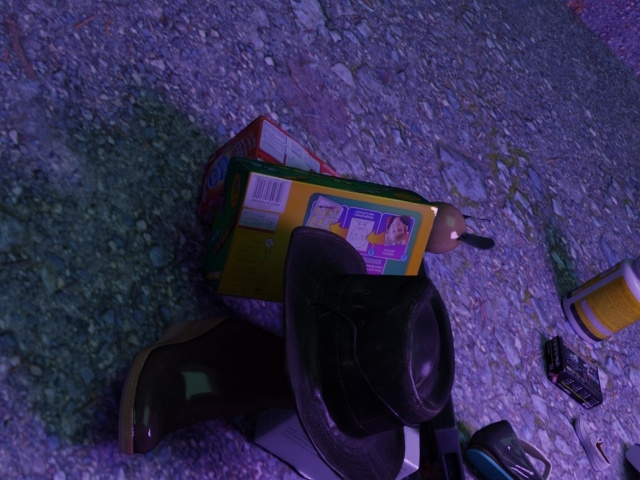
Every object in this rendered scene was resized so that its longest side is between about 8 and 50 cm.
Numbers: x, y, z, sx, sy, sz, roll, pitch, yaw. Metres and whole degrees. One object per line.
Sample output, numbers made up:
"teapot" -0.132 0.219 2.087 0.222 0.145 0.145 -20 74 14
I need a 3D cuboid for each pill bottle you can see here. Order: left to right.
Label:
"pill bottle" 0.601 0.110 2.172 0.119 0.208 0.119 33 37 -30

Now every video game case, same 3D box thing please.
"video game case" 0.163 0.204 1.531 0.248 0.035 0.275 74 7 -51

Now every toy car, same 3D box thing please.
"toy car" 0.174 -0.003 1.690 0.155 0.188 0.149 -86 171 -60

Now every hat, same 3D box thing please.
"hat" 0.075 0.114 1.230 0.331 0.134 0.331 49 30 -41

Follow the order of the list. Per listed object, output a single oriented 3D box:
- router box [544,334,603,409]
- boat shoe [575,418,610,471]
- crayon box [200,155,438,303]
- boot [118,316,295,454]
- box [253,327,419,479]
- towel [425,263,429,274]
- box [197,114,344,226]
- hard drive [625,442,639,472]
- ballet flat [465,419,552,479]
"router box" 0.473 0.247 2.030 0.122 0.038 0.092 38 35 -25
"boat shoe" 0.489 0.361 1.942 0.035 0.035 0.100 14 49 -47
"crayon box" 0.000 0.000 1.428 0.278 0.165 0.081 10 15 -25
"boot" -0.097 0.162 1.202 0.207 0.090 0.248 8 27 9
"box" 0.025 0.206 1.391 0.181 0.119 0.182 37 34 -25
"towel" 0.149 0.066 1.781 0.067 0.029 0.119 44 32 -17
"box" -0.036 -0.039 1.544 0.257 0.123 0.128 36 37 -28
"hard drive" 0.709 0.523 1.993 0.319 0.040 0.210 44 4 -16
"ballet flat" 0.337 0.386 1.641 0.096 0.095 0.280 -40 94 -28
